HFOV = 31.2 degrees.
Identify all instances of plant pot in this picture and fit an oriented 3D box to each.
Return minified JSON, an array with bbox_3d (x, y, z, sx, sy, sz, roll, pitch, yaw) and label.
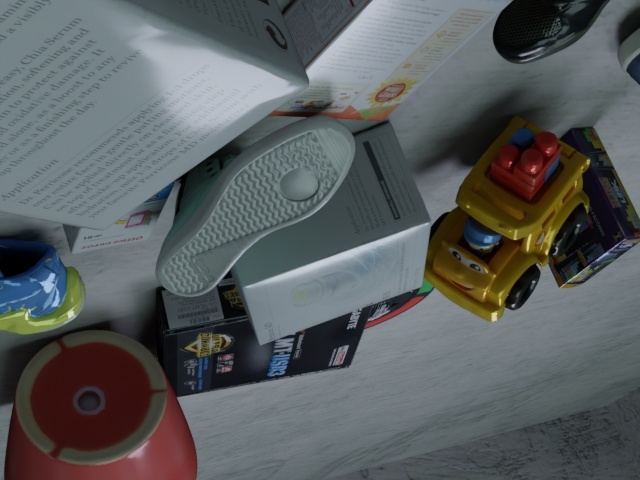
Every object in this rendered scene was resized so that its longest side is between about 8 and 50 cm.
[{"bbox_3d":[-0.305,0.264,1.560,0.275,0.275,0.243,-15,150,-16],"label":"plant pot"}]

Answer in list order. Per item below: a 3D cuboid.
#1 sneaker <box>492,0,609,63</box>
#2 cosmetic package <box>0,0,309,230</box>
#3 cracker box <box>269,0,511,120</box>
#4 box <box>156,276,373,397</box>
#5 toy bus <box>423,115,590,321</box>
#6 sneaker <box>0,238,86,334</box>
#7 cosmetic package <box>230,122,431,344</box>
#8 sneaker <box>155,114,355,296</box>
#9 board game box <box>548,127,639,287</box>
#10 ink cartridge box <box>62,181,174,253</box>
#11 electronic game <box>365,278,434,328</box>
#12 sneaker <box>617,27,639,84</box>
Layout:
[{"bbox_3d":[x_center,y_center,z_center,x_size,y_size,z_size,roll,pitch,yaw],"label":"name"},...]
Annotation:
[{"bbox_3d":[0.232,-0.255,1.030,0.227,0.087,0.130,-36,154,25],"label":"sneaker"},{"bbox_3d":[-0.238,-0.152,0.706,0.230,0.161,0.453,-32,157,25],"label":"cosmetic package"},{"bbox_3d":[0.059,-0.198,1.020,0.155,0.067,0.232,-2,153,-42],"label":"cracker box"},{"bbox_3d":[-0.084,0.128,1.628,0.293,0.073,0.295,-8,156,-12],"label":"box"},{"bbox_3d":[0.226,-0.040,1.384,0.220,0.149,0.211,-49,160,-17],"label":"toy bus"},{"bbox_3d":[-0.378,0.055,1.219,0.240,0.091,0.126,-18,141,-10],"label":"sneaker"},{"bbox_3d":[0.000,0.000,1.353,0.224,0.138,0.224,-19,159,-5],"label":"cosmetic package"},{"bbox_3d":[-0.070,-0.069,1.143,0.094,0.151,0.256,37,121,-26],"label":"sneaker"},{"bbox_3d":[0.344,-0.043,1.536,0.048,0.170,0.141,-6,153,-32],"label":"board game box"},{"bbox_3d":[-0.208,-0.041,1.163,0.088,0.052,0.122,-11,158,-27],"label":"ink cartridge box"},{"bbox_3d":[0.076,0.095,1.783,0.229,0.048,0.229,-19,159,-8],"label":"electronic game"},{"bbox_3d":[0.472,-0.174,1.369,0.131,0.148,0.350,-33,156,28],"label":"sneaker"}]
